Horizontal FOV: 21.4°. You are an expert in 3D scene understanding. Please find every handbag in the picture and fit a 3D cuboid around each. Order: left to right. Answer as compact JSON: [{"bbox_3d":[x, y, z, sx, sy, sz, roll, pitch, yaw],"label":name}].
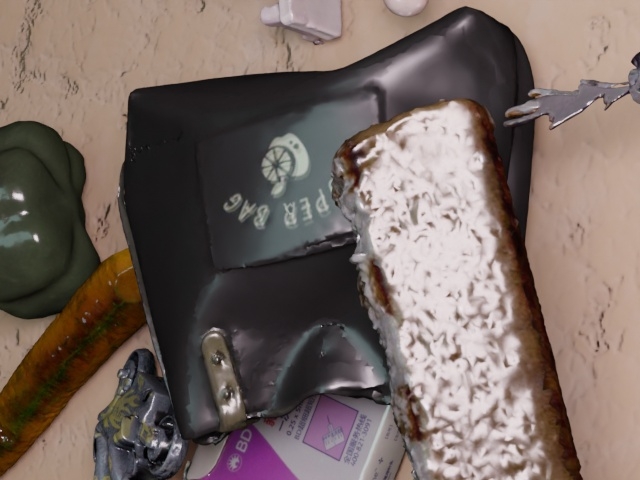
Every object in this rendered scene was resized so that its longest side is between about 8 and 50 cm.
[{"bbox_3d":[0.000,0.000,1.267,0.342,0.152,0.288,-13,71,23],"label":"handbag"}]

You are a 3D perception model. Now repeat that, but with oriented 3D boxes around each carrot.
[{"bbox_3d":[-0.239,0.122,1.517,0.314,0.066,0.066,-48,57,23],"label":"carrot"}]

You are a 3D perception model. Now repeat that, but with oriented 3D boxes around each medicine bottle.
[{"bbox_3d":[-0.004,0.133,1.341,0.171,0.052,0.201,23,93,38],"label":"medicine bottle"}]

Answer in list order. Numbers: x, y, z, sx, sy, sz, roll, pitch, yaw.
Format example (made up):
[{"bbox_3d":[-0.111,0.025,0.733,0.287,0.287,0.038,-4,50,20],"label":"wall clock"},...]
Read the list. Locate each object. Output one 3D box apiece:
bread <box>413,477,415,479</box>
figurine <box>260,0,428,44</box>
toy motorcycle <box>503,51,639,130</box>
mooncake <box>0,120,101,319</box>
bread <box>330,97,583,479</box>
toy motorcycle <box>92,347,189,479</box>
[{"bbox_3d":[0.083,0.248,1.243,0.232,0.064,0.172,-11,76,34],"label":"bread"},{"bbox_3d":[0.054,-0.259,1.336,0.256,0.144,0.182,-15,52,36],"label":"figurine"},{"bbox_3d":[0.320,-0.086,1.092,0.401,0.134,0.207,-8,75,34],"label":"toy motorcycle"},{"bbox_3d":[-0.260,-0.018,1.524,0.104,0.168,0.175,-20,99,15],"label":"mooncake"},{"bbox_3d":[0.105,0.124,1.082,0.113,0.165,0.416,-15,83,7],"label":"bread"},{"bbox_3d":[-0.153,0.172,1.411,0.124,0.061,0.193,-66,24,12],"label":"toy motorcycle"}]
